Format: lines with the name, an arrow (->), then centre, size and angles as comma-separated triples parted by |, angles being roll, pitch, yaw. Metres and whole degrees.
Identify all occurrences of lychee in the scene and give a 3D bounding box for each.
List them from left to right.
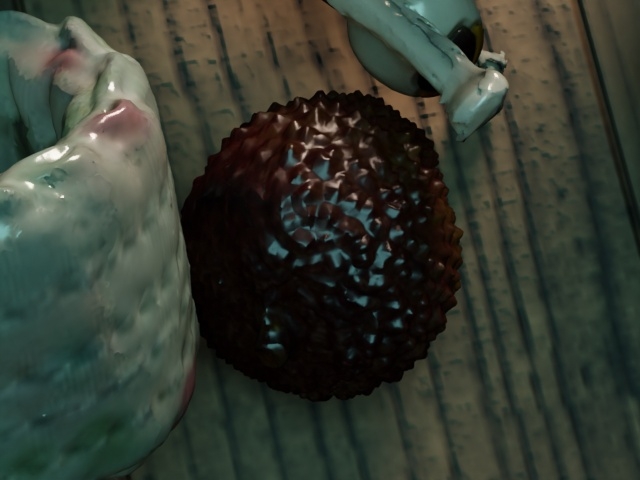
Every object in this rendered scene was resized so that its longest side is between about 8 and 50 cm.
lychee -> 0.003, -0.001, 0.803 | 0.123, 0.123, 0.129 | 35, 71, 1

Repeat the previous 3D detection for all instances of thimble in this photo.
thimble -> -0.152, 0.014, 0.728 | 0.211, 0.185, 0.149 | -21, 125, -25

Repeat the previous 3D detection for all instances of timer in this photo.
timer -> -0.029, -0.143, 0.806 | 0.266, 0.175, 0.175 | 41, 78, -2
